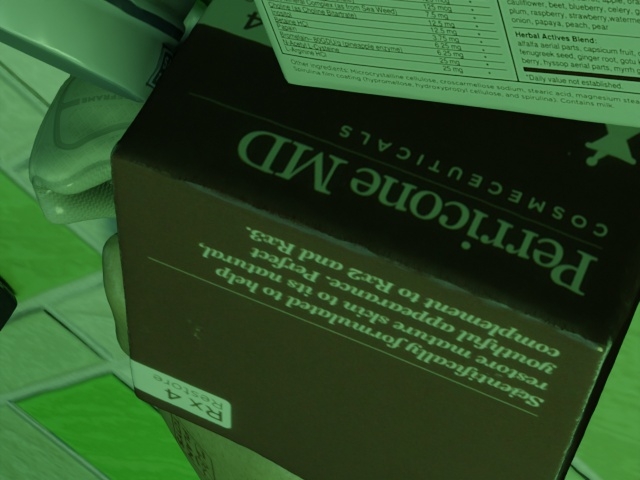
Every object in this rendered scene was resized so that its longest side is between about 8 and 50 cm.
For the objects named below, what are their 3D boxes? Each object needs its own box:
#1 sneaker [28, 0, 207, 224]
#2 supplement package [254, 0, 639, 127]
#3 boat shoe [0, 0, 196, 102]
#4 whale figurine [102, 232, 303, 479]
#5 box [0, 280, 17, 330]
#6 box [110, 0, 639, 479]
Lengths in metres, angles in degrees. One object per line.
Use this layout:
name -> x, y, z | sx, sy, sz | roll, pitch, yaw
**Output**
sneaker -> 0.000, 0.000, 0.733 | 0.292, 0.118, 0.110 | 27, 146, 1
supplement package -> 0.064, -0.167, 0.372 | 0.149, 0.194, 0.203 | 9, 144, 27
boat shoe -> -0.192, -0.199, 0.583 | 0.367, 0.156, 0.136 | 26, 178, -17
whale figurine -> -0.010, 0.087, 0.879 | 0.272, 0.141, 0.216 | 41, 155, 29
box -> -0.413, 0.000, 0.994 | 0.296, 0.182, 0.294 | 2, 138, 35
box -> 0.045, -0.026, 0.577 | 0.168, 0.203, 0.167 | 22, 147, 11
